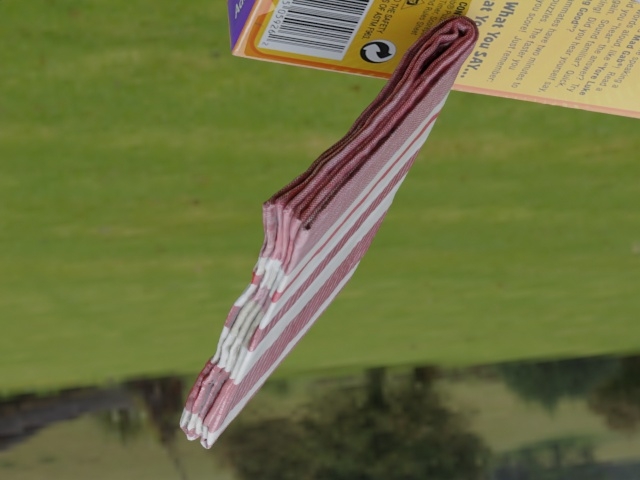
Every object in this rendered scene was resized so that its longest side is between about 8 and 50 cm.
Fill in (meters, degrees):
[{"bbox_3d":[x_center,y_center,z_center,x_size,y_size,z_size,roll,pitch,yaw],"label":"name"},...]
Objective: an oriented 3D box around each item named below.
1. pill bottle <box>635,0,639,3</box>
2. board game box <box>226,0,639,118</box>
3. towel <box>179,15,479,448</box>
[{"bbox_3d":[0.325,-0.247,1.012,0.188,0.334,0.188,28,-167,-7],"label":"pill bottle"},{"bbox_3d":[0.142,-0.353,1.309,0.356,0.356,0.356,7,143,-18],"label":"board game box"},{"bbox_3d":[0.000,0.000,1.323,0.237,0.037,0.329,-48,170,-36],"label":"towel"}]
